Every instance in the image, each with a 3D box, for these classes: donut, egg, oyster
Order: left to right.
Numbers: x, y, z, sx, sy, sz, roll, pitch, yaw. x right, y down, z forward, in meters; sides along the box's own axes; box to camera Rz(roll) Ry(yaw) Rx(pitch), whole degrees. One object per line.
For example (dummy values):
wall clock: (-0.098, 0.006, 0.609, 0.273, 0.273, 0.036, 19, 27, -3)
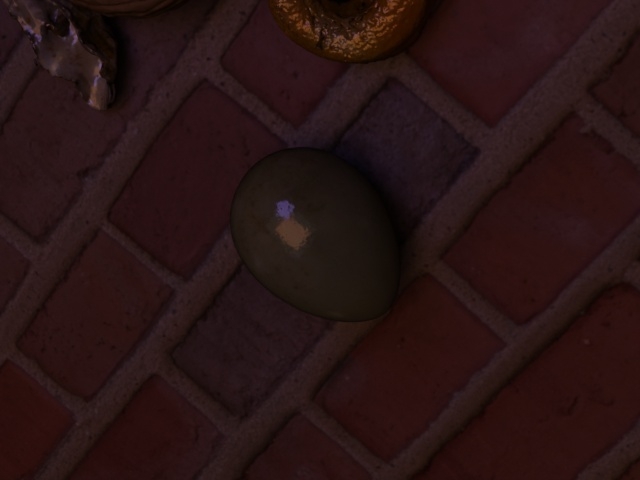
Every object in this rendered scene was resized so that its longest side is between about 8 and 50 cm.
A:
oyster: (-0.410, -0.357, 1.739, 0.341, 0.110, 0.166, 49, 151, -7)
egg: (0.000, 0.000, 1.673, 0.218, 0.218, 0.295, -33, 104, 25)
donut: (0.042, -0.362, 1.600, 0.253, 0.118, 0.253, 2, 114, 4)

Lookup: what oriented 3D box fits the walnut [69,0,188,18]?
walnut: (-0.275, -0.425, 1.626, 0.261, 0.225, 0.225, 7, 110, 23)
